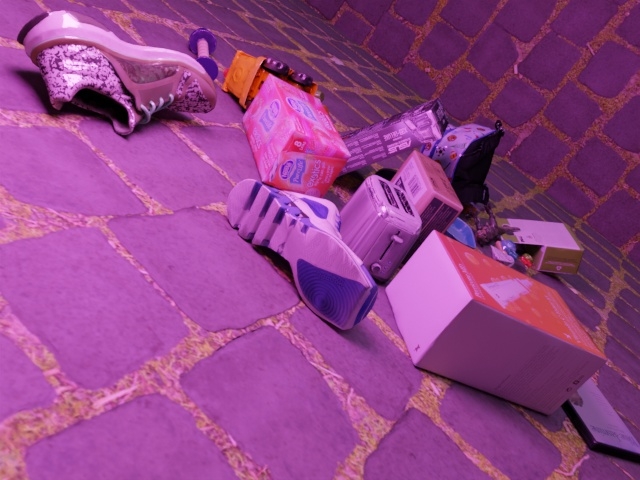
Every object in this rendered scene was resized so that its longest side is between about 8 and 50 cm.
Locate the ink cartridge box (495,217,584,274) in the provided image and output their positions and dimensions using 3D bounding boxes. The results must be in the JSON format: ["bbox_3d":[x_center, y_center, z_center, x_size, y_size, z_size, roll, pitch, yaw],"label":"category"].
[{"bbox_3d":[0.686,0.013,2.086,0.255,0.097,0.188,5,27,0],"label":"ink cartridge box"}]

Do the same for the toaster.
[{"bbox_3d":[0.116,-0.033,1.336,0.129,0.146,0.227,26,25,-22],"label":"toaster"}]

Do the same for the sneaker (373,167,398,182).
[{"bbox_3d":[0.217,-0.101,1.671,0.226,0.086,0.163,40,21,7],"label":"sneaker"}]

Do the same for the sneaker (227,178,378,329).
[{"bbox_3d":[-0.001,-0.001,1.145,0.315,0.127,0.182,44,27,21],"label":"sneaker"}]

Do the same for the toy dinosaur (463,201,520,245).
[{"bbox_3d":[0.513,-0.049,1.977,0.268,0.064,0.118,-16,67,-48],"label":"toy dinosaur"}]

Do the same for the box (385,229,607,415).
[{"bbox_3d":[0.327,0.159,1.231,0.345,0.168,0.215,24,27,-25],"label":"box"}]

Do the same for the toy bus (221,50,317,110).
[{"bbox_3d":[-0.152,-0.413,1.722,0.220,0.149,0.211,11,18,-47],"label":"toy bus"}]

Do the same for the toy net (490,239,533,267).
[{"bbox_3d":[0.545,0.053,1.877,0.122,0.045,0.232,44,27,15],"label":"toy net"}]

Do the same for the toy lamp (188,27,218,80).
[{"bbox_3d":[-0.312,-0.504,1.729,0.080,0.080,0.274,23,27,-27],"label":"toy lamp"}]

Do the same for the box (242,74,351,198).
[{"bbox_3d":[-0.064,-0.237,1.480,0.154,0.142,0.300,21,28,-28],"label":"box"}]

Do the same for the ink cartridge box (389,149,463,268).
[{"bbox_3d":[0.210,-0.071,1.471,0.088,0.193,0.234,28,24,-19],"label":"ink cartridge box"}]

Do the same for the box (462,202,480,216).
[{"bbox_3d":[0.461,-0.136,2.134,0.081,0.028,0.136,10,36,-44],"label":"box"}]

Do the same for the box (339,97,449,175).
[{"bbox_3d":[0.162,-0.259,1.634,0.076,0.308,0.242,67,20,-12],"label":"box"}]

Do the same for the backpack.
[{"bbox_3d":[0.414,-0.234,1.979,0.213,0.276,0.263,19,26,27],"label":"backpack"}]

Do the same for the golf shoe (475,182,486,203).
[{"bbox_3d":[0.535,-0.208,2.294,0.068,0.086,0.186,21,26,-28],"label":"golf shoe"}]

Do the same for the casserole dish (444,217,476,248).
[{"bbox_3d":[0.371,-0.024,1.794,0.114,0.037,0.188,32,25,-9],"label":"casserole dish"}]

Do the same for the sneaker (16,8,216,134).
[{"bbox_3d":[-0.361,-0.271,1.222,0.410,0.158,0.182,6,68,-51],"label":"sneaker"}]

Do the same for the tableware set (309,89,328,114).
[{"bbox_3d":[-0.010,-0.320,1.730,0.024,0.154,0.104,5,26,33],"label":"tableware set"}]

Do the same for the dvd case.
[{"bbox_3d":[0.567,0.350,1.376,0.180,0.022,0.253,22,27,-28],"label":"dvd case"}]
